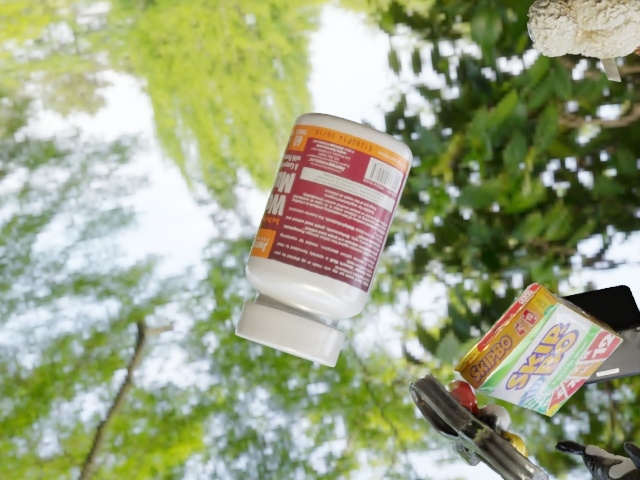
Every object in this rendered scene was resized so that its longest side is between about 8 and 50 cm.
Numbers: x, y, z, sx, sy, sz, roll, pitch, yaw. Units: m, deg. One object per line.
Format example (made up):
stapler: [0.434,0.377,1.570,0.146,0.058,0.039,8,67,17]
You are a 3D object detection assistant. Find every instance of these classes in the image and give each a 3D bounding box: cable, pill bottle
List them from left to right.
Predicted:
pill bottle: [0.000,0.000,1.201,0.121,0.221,0.121,18,174,2]
cable: [0.153,0.168,1.176,0.072,0.139,0.287,-42,175,-7]

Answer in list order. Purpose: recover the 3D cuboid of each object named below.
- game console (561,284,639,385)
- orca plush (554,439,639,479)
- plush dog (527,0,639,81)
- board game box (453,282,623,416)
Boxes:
game console: [0.375,0.130,1.712,0.122,0.107,0.071,-12,-162,-1]
orca plush: [0.449,0.373,1.880,0.102,0.151,0.287,-44,-142,-15]
plush dog: [0.459,-0.392,1.903,0.210,0.225,0.262,30,-124,15]
board game box: [0.238,0.121,1.355,0.039,0.124,0.259,48,-168,33]
